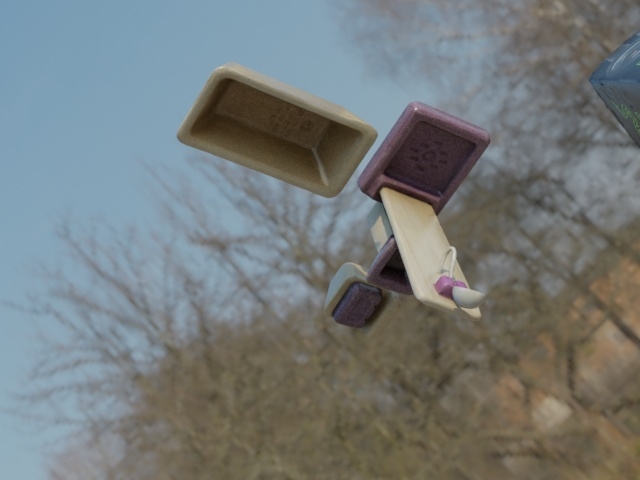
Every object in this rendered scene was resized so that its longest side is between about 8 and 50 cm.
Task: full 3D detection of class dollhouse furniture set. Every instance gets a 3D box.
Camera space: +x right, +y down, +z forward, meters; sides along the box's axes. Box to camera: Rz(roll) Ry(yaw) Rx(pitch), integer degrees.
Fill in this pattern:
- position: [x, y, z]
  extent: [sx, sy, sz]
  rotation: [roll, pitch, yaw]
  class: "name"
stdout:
- position: [0.000, 0.000, 0.493]
  extent: [0.114, 0.081, 0.091]
  rotation: [20, -60, -26]
  class: "dollhouse furniture set"

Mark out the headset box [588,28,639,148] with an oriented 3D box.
- position: [0.274, -0.022, 0.651]
  extent: [0.131, 0.246, 0.283]
  rotation: [-41, 10, 1]
  class: "headset box"
